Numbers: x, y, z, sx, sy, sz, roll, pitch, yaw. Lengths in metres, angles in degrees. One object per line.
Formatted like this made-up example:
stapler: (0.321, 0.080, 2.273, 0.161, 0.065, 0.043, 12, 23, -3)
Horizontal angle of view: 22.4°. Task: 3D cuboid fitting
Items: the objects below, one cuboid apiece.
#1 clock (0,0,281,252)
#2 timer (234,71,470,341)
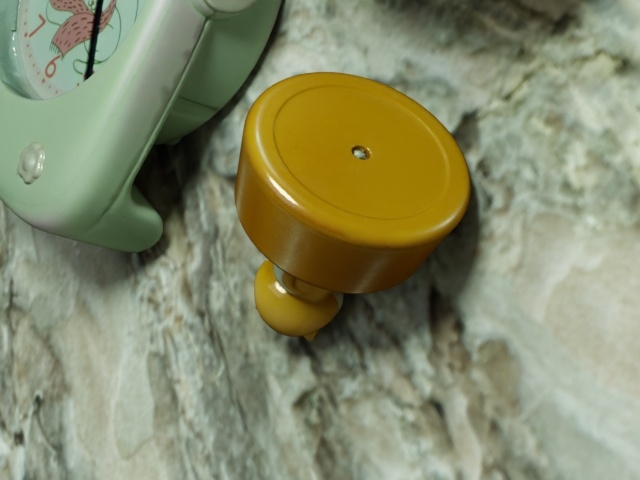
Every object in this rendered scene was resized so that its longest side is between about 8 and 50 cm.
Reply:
clock: (-0.134, -0.177, 1.109, 0.324, 0.108, 0.265, -56, 45, 16)
timer: (0.000, 0.000, 0.937, 0.132, 0.132, 0.152, 65, 147, 34)
